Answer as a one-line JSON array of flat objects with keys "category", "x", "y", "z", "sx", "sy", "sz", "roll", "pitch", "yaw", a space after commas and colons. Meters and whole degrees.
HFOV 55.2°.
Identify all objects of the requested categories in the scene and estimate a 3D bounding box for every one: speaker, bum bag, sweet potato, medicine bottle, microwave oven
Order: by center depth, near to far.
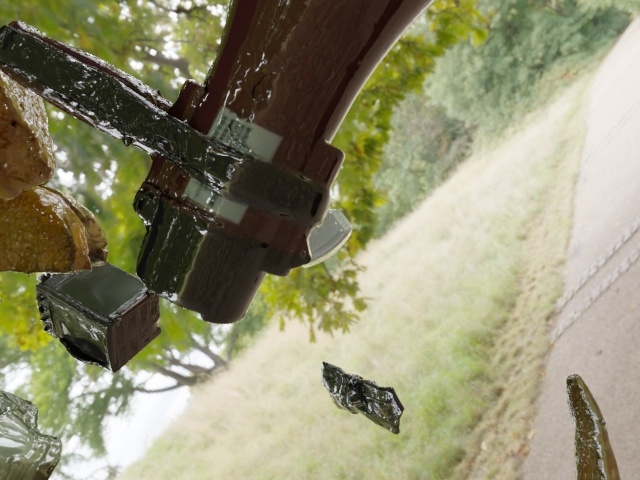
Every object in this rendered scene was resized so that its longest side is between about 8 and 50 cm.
[{"category": "speaker", "x": -0.069, "y": -0.127, "z": 0.427, "sx": 0.329, "sy": 0.259, "sz": 0.198, "roll": -59, "pitch": 28, "yaw": 3}, {"category": "sweet potato", "x": 0.474, "y": 0.359, "z": 1.068, "sx": 0.075, "sy": 0.075, "sz": 0.273, "roll": 117, "pitch": 169, "yaw": -45}, {"category": "medicine bottle", "x": 0.000, "y": 0.000, "z": 1.161, "sx": 0.119, "sy": 0.069, "sz": 0.183, "roll": -38, "pitch": -4, "yaw": -3}, {"category": "microwave oven", "x": -0.532, "y": 0.169, "z": 1.466, "sx": 0.188, "sy": 0.248, "sz": 0.177, "roll": -41, "pitch": -31, "yaw": -48}, {"category": "bum bag", "x": 0.099, "y": 0.391, "z": 1.522, "sx": 0.074, "sy": 0.136, "sz": 0.310, "roll": -27, "pitch": 18, "yaw": -29}]

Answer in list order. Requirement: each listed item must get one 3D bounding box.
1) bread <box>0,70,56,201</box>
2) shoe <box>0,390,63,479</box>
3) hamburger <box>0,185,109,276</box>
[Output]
[{"category": "bread", "x": -0.434, "y": -0.201, "z": 0.778, "sx": 0.109, "sy": 0.380, "sz": 0.185, "roll": -28, "pitch": -50, "yaw": -10}, {"category": "shoe", "x": -0.348, "y": 0.205, "z": 0.631, "sx": 0.275, "sy": 0.098, "sz": 0.103, "roll": -9, "pitch": 47, "yaw": 54}, {"category": "hamburger", "x": -0.478, "y": -0.021, "z": 0.967, "sx": 0.144, "sy": 0.283, "sz": 0.156, "roll": 125, "pitch": 147, "yaw": -81}]
